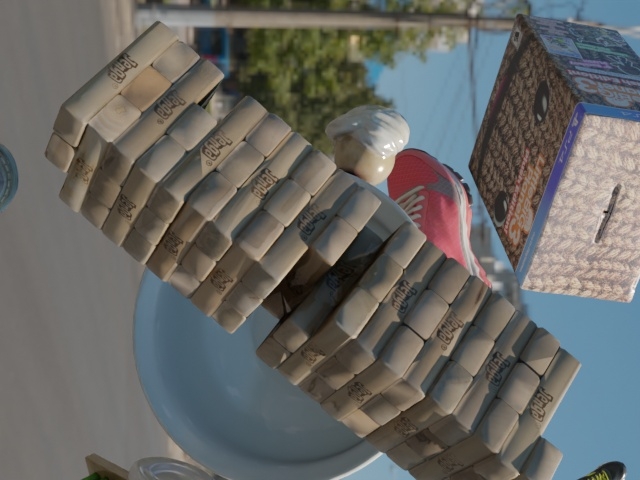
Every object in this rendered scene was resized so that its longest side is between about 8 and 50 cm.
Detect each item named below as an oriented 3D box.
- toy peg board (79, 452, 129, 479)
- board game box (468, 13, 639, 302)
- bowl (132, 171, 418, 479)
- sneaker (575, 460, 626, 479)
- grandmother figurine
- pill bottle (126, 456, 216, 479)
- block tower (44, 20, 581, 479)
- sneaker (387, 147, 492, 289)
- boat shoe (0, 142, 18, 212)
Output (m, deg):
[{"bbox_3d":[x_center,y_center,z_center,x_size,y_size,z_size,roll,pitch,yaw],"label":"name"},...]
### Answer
[{"bbox_3d":[-0.287,0.393,1.565,0.161,0.079,0.161,9,-65,53],"label":"toy peg board"},{"bbox_3d":[0.305,-0.106,1.404,0.291,0.141,0.232,-102,-158,-57],"label":"board game box"},{"bbox_3d":[-0.017,0.085,1.103,0.134,0.297,0.298,31,57,-72],"label":"bowl"},{"bbox_3d":[0.297,0.268,1.259,0.031,0.083,0.035,58,3,16],"label":"sneaker"},{"bbox_3d":[0.000,0.000,1.293,0.104,0.207,0.343,38,74,-49],"label":"grandmother figurine"},{"bbox_3d":[-0.192,0.354,1.324,0.112,0.112,0.187,-111,-140,-78],"label":"pill bottle"},{"bbox_3d":[-0.002,0.022,0.685,0.097,0.335,0.091,-51,-178,-34],"label":"block tower"},{"bbox_3d":[0.147,-0.008,1.626,0.116,0.136,0.314,-38,-125,34],"label":"sneaker"},{"bbox_3d":[-0.460,-0.066,1.111,0.116,0.324,0.123,-147,-125,-76],"label":"boat shoe"}]
